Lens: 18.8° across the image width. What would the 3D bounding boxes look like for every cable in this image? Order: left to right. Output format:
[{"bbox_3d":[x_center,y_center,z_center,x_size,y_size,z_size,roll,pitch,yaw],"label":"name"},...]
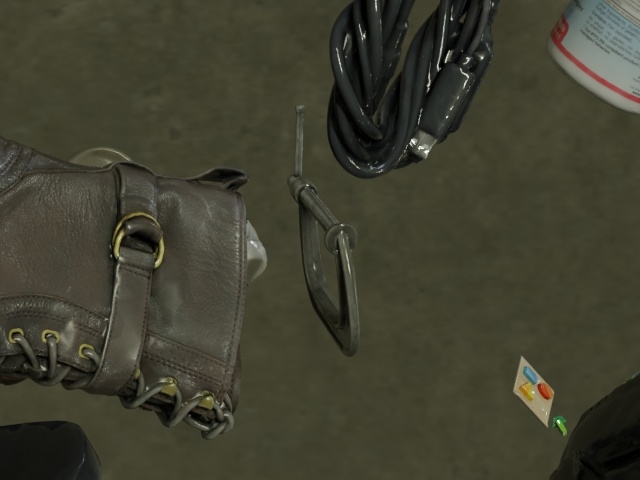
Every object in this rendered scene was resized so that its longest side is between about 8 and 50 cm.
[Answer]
[{"bbox_3d":[0.053,-0.118,0.953,0.184,0.047,0.150,-63,158,5],"label":"cable"}]

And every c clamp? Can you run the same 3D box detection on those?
[{"bbox_3d":[0.000,0.000,1.302,0.022,0.160,0.137,-7,116,-13],"label":"c clamp"}]

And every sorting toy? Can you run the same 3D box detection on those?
[{"bbox_3d":[0.229,0.163,1.990,0.083,0.012,0.062,47,33,-22],"label":"sorting toy"}]

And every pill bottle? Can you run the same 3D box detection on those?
[{"bbox_3d":[0.221,-0.167,1.246,0.087,0.087,0.160,15,118,-35],"label":"pill bottle"}]

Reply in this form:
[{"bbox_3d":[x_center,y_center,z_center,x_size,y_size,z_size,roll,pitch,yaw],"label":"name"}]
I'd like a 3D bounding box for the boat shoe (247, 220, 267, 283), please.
[{"bbox_3d":[-0.132,0.013,1.420,0.184,0.066,0.063,-15,63,-15],"label":"boat shoe"}]

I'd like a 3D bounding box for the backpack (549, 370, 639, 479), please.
[{"bbox_3d":[0.288,0.159,1.100,0.273,0.356,0.290,43,43,-38],"label":"backpack"}]

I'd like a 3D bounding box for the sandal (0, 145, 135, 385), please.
[{"bbox_3d":[-0.178,0.005,1.317,0.090,0.060,0.219,44,48,-6],"label":"sandal"}]

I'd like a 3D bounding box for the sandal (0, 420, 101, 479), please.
[{"bbox_3d":[-0.211,0.110,0.740,0.255,0.097,0.054,-10,124,-3],"label":"sandal"}]

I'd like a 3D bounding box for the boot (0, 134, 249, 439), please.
[{"bbox_3d":[-0.139,0.052,0.944,0.229,0.091,0.263,22,67,-27],"label":"boot"}]
